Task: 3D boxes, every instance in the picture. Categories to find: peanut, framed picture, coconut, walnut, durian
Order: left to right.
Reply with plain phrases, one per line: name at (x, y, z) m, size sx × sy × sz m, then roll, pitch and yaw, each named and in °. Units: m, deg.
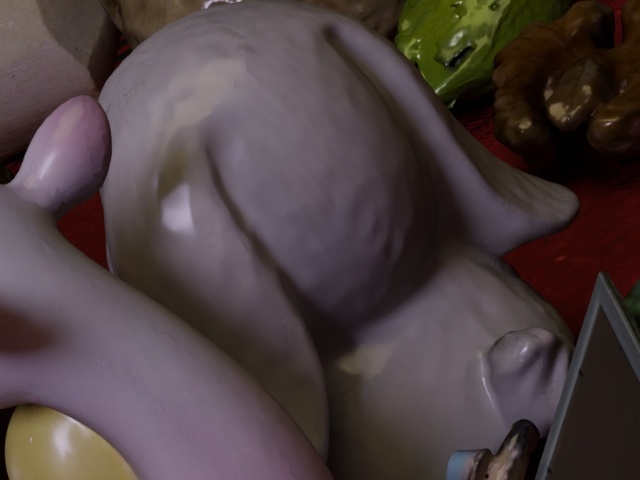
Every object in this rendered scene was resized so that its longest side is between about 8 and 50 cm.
coconut at (-0.280, -0.184, 1.373) m, size 0.222 × 0.202 × 0.202 m, roll -31°, pitch 30°, yaw -10°
peanut at (-0.056, -0.184, 1.276) m, size 0.291 × 0.143 × 0.159 m, roll -1°, pitch 72°, yaw 31°
durian at (0.132, -0.178, 1.174) m, size 0.139 × 0.101 × 0.250 m, roll -35°, pitch 22°, yaw 32°
walnut at (0.187, -0.104, 1.039) m, size 0.143 × 0.069 × 0.170 m, roll -2°, pitch 37°, yaw 31°
framed picture at (0.113, 0.125, 0.625) m, size 0.011 × 0.183 × 0.142 m, roll 7°, pitch 27°, yaw -10°

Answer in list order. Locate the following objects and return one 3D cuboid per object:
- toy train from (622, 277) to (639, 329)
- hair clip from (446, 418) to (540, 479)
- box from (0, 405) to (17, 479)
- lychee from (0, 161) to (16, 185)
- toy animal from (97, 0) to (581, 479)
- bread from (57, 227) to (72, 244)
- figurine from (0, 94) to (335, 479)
toy train at (0.280, 0.059, 0.616) m, size 0.326 × 0.159 × 0.129 m, roll 9°, pitch 45°, yaw 42°
hair clip at (0.045, 0.173, 0.666) m, size 0.056 × 0.062 × 0.213 m, roll 6°, pitch 59°, yaw 25°
box at (-0.268, 0.100, 0.911) m, size 0.294 × 0.193 × 0.167 m, roll -1°, pitch 31°, yaw 34°
lychee at (-0.276, 0.015, 1.088) m, size 0.171 × 0.171 × 0.171 m, roll -18°, pitch 30°, yaw 10°
toy animal at (0.000, 0.000, 0.770) m, size 0.272 × 0.265 × 0.206 m, roll -40°, pitch 15°, yaw -30°
bread at (-0.182, 0.038, 1.036) m, size 0.049 × 0.103 × 0.062 m, roll -6°, pitch 40°, yaw 42°
figurine at (-0.165, 0.082, 0.632) m, size 0.284 × 0.315 × 0.206 m, roll -20°, pitch 7°, yaw 31°
